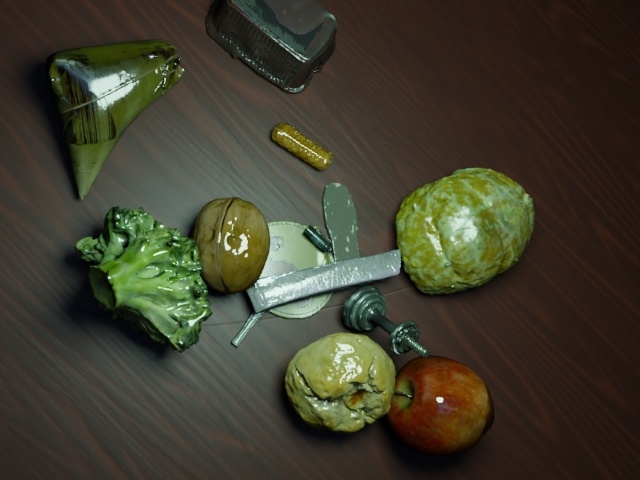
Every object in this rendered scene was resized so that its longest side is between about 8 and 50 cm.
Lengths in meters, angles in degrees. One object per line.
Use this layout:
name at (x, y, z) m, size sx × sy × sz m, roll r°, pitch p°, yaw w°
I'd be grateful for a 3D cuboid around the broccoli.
broccoli at (-0.356, 0.084, 1.277) m, size 0.288 × 0.245 × 0.248 m, roll 32°, pitch 111°, yaw 21°

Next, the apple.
apple at (0.265, 0.365, 1.451) m, size 0.229 × 0.230 × 0.230 m, roll 3°, pitch 80°, yaw -17°

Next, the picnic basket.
picnic basket at (-0.102, -0.499, 1.523) m, size 0.296 × 0.129 × 0.223 m, roll 37°, pitch 73°, yaw -8°

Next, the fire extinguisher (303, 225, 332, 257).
fire extinguisher at (0.000, 0.000, 1.518) m, size 0.083 × 0.025 × 0.038 m, roll 44°, pitch 64°, yaw -7°

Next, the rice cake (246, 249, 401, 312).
rice cake at (0.013, 0.086, 1.483) m, size 0.364 × 0.056 × 0.073 m, roll -14°, pitch 78°, yaw -18°

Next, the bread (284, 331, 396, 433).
bread at (0.045, 0.311, 1.401) m, size 0.244 × 0.134 × 0.245 m, roll -7°, pitch 122°, yaw -12°

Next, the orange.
orange at (0.354, -0.033, 1.555) m, size 0.368 × 0.210 × 0.271 m, roll -25°, pitch 92°, yaw -18°

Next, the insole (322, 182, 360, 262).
insole at (0.052, -0.015, 1.552) m, size 0.081 × 0.011 × 0.248 m, roll -4°, pitch 81°, yaw -21°

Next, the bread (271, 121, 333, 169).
bread at (-0.042, -0.217, 1.539) m, size 0.157 × 0.044 × 0.052 m, roll 32°, pitch 70°, yaw -11°

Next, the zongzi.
zongzi at (-0.408, -0.259, 1.398) m, size 0.273 × 0.145 × 0.300 m, roll -15°, pitch 102°, yaw -25°

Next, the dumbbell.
dumbbell at (0.145, 0.183, 1.441) m, size 0.110 × 0.254 × 0.110 m, roll -16°, pitch 120°, yaw -31°

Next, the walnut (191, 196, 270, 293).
walnut at (-0.188, 0.008, 1.395) m, size 0.167 × 0.167 × 0.207 m, roll 8°, pitch 78°, yaw -17°

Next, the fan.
fan at (-0.092, 0.098, 1.488) m, size 0.229 × 0.011 × 0.335 m, roll 38°, pitch 72°, yaw -9°
